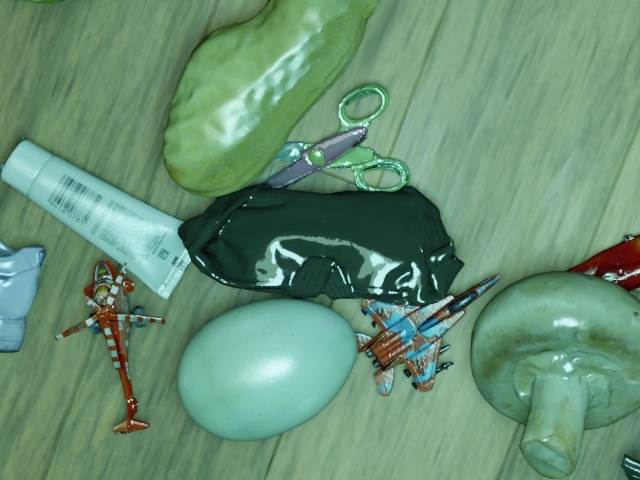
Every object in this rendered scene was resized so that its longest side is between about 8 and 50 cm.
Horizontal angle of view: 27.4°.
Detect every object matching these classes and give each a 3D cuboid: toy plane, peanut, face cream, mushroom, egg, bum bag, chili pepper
[{"bbox_3d":[0.124,0.092,1.489,0.189,0.061,0.130,-34,88,3],"label":"toy plane"},{"bbox_3d":[-0.066,-0.190,1.456,0.147,0.147,0.319,39,94,3],"label":"peanut"},{"bbox_3d":[-0.225,0.119,1.523,0.126,0.077,0.194,-29,98,10],"label":"toy plane"},{"bbox_3d":[-0.257,-0.034,1.527,0.244,0.058,0.092,33,90,-2],"label":"face cream"},{"bbox_3d":[0.256,0.146,1.391,0.207,0.215,0.207,10,139,9],"label":"mushroom"},{"bbox_3d":[-0.059,0.141,1.465,0.209,0.151,0.151,-21,91,4],"label":"egg"},{"bbox_3d":[0.000,0.000,1.476,0.326,0.079,0.142,5,60,7],"label":"bum bag"},{"bbox_3d":[0.328,0.034,1.469,0.268,0.050,0.059,-19,107,8],"label":"chili pepper"}]

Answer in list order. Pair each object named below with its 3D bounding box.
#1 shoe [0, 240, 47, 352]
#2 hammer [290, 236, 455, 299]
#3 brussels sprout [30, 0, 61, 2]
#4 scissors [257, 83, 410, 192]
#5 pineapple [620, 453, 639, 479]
[{"bbox_3d":[-0.439,0.027,1.532,0.245,0.095,0.137,26,92,1],"label":"shoe"},{"bbox_3d":[0.056,0.021,1.514,0.199,0.013,0.062,-12,91,6],"label":"hammer"},{"bbox_3d":[-0.312,-0.344,1.471,0.161,0.143,0.181,36,120,-16],"label":"brussels sprout"},{"bbox_3d":[0.001,-0.097,1.510,0.187,0.020,0.133,-13,99,9],"label":"scissors"},{"bbox_3d":[0.484,0.228,1.416,0.310,0.170,0.141,-18,48,11],"label":"pineapple"}]
